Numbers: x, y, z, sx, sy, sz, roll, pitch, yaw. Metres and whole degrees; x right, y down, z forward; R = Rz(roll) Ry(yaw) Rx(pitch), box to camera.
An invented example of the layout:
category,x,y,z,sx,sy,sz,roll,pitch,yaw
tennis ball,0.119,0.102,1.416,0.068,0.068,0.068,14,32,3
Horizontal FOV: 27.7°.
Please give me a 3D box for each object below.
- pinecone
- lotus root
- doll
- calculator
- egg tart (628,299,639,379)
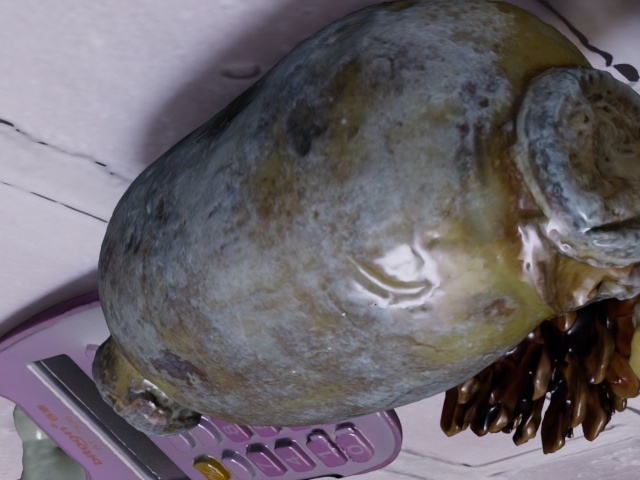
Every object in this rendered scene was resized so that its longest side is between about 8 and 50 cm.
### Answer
category,x,y,z,sx,sy,sz,roll,pitch,yaw
pinecone,0.104,0.041,0.725,0.174,0.173,0.173,-6,155,-3
lotus root,-0.001,-0.002,0.598,0.175,0.175,0.349,15,152,-39
doll,-0.188,0.207,1.057,0.155,0.113,0.275,-7,155,-8
calculator,-0.083,0.097,0.830,0.294,0.043,0.194,-15,125,37
egg tart,0.337,-0.038,0.576,0.443,0.178,0.443,-10,156,-4
